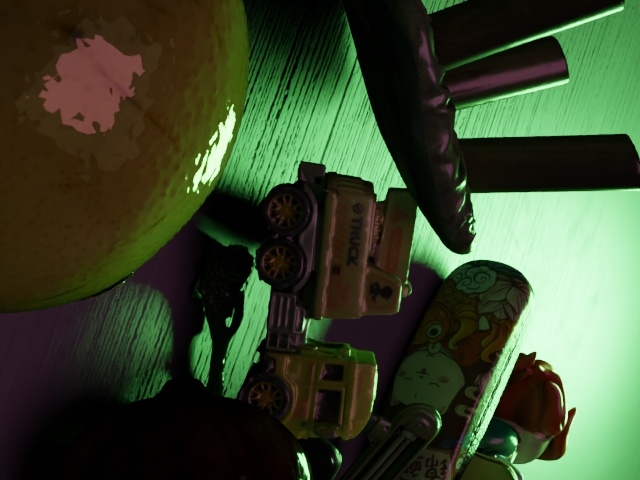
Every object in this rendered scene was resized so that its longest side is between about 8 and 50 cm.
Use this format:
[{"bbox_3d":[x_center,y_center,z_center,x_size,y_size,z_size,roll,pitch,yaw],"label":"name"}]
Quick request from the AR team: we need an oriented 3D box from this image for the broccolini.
[{"bbox_3d":[-0.096,0.127,1.539,0.071,0.057,0.254,-3,105,-23],"label":"broccolini"}]

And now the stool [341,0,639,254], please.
[{"bbox_3d":[0.158,-0.191,1.517,0.226,0.310,0.310,-20,128,-3],"label":"stool"}]

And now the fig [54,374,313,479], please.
[{"bbox_3d":[-0.123,0.228,1.380,0.235,0.235,0.214,36,69,-57],"label":"fig"}]

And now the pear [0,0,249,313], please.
[{"bbox_3d":[-0.213,-0.115,0.989,0.348,0.348,0.348,-29,126,-50],"label":"pear"}]

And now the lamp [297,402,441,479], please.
[{"bbox_3d":[-0.011,0.259,1.702,0.283,0.124,0.203,-6,128,-60],"label":"lamp"}]

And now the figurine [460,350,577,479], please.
[{"bbox_3d":[0.246,0.249,2.024,0.208,0.181,0.257,59,39,-13],"label":"figurine"}]

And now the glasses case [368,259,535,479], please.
[{"bbox_3d":[0.164,0.169,1.900,0.321,0.122,0.082,-64,148,-19],"label":"glasses case"}]

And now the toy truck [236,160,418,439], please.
[{"bbox_3d":[0.009,0.062,1.502,0.124,0.157,0.272,-85,-178,-86],"label":"toy truck"}]
